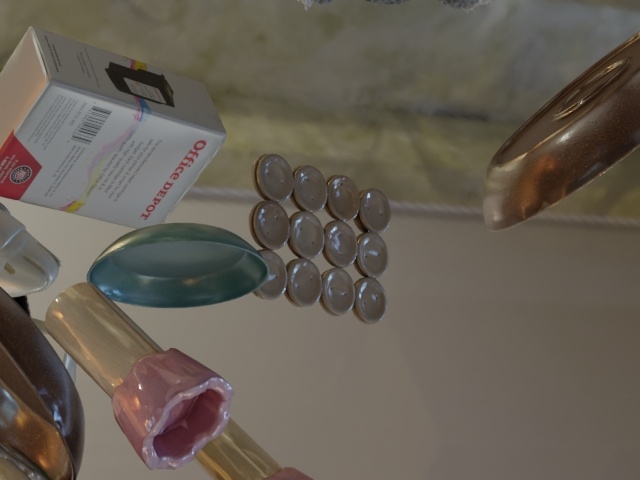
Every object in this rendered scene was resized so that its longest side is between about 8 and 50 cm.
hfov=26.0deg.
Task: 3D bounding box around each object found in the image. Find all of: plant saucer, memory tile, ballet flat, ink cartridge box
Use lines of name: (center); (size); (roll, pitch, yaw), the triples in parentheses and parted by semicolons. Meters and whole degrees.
plant saucer: (0.261, -0.124, 1.278); (0.050, 0.310, 0.310); (51, -143, -4)
memory tile: (0.000, 0.000, 1.054); (0.148, 0.012, 0.113); (16, -110, -43)
plant saucer: (-0.093, 0.015, 0.907); (0.119, 0.119, 0.021); (4, -114, -21)
ballet flat: (-0.272, 0.064, 1.216); (0.106, 0.316, 0.107); (-6, -162, 14)
ink cartridge box: (-0.188, -0.088, 1.160); (0.175, 0.127, 0.072); (15, -143, -40)
plant saucer: (-0.218, 0.079, 0.931); (0.198, 0.199, 0.036); (37, -120, 23)

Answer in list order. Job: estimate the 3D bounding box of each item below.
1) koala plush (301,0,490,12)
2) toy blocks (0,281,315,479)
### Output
koala plush: (0.047, -0.264, 0.945); (0.196, 0.221, 0.203); (-1, -174, -33)
toy blocks: (-0.115, 0.248, 0.854); (0.309, 0.288, 0.260); (-46, -122, -8)
